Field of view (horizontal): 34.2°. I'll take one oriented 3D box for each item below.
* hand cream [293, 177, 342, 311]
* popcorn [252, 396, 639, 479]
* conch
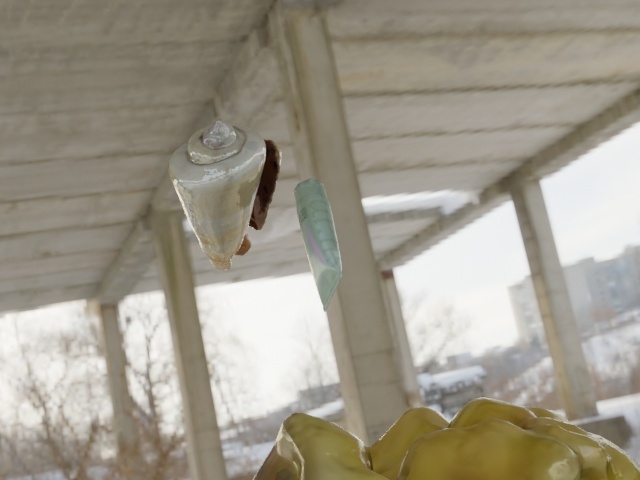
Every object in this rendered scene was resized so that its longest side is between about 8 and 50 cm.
[{"bbox_3d":[0.000,0.000,1.467,0.050,0.205,0.078,7,-46,-21],"label":"hand cream"},{"bbox_3d":[0.095,0.294,0.618,0.354,0.390,0.344,-18,25,-37],"label":"popcorn"},{"bbox_3d":[-0.142,-0.070,1.415,0.158,0.127,0.255,-51,-16,-44],"label":"conch"}]
